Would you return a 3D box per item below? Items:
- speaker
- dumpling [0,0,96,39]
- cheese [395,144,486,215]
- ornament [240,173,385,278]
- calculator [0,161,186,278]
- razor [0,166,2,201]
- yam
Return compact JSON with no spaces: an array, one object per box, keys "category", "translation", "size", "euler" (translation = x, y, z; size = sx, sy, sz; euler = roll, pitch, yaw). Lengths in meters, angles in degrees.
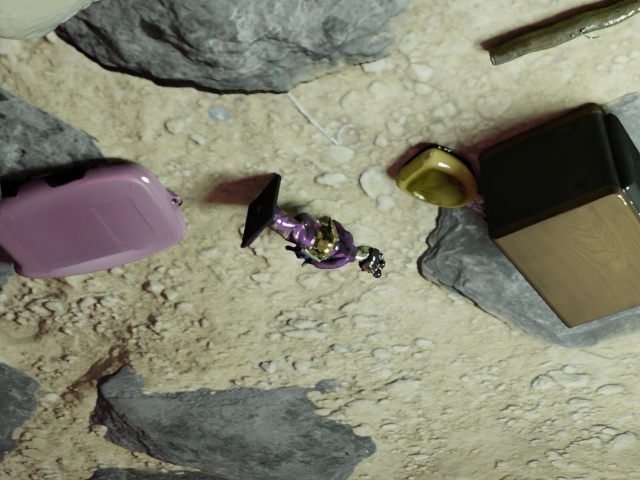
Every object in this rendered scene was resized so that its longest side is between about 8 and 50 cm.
[{"category":"speaker","translation":[0.329,-0.023,1.209],"size":[0.193,0.153,0.231],"euler":[-24,135,26]},{"category":"dumpling","translation":[-0.270,-0.272,0.935],"size":[0.243,0.175,0.227],"euler":[10,172,10]},{"category":"cheese","translation":[0.182,-0.064,1.254],"size":[0.162,0.036,0.086],"euler":[26,136,-26]},{"category":"ornament","translation":[-0.002,-0.008,1.296],"size":[0.203,0.081,0.088],"euler":[20,138,-25]},{"category":"calculator","translation":[-0.326,-0.022,1.312],"size":[0.294,0.043,0.194],"euler":[-12,138,13]},{"category":"razor","translation":[-0.566,-0.092,1.181],"size":[0.327,0.107,0.189],"euler":[1,137,0]},{"category":"yam","translation":[0.296,-0.238,1.044],"size":[0.234,0.029,0.027],"euler":[-18,126,21]}]
